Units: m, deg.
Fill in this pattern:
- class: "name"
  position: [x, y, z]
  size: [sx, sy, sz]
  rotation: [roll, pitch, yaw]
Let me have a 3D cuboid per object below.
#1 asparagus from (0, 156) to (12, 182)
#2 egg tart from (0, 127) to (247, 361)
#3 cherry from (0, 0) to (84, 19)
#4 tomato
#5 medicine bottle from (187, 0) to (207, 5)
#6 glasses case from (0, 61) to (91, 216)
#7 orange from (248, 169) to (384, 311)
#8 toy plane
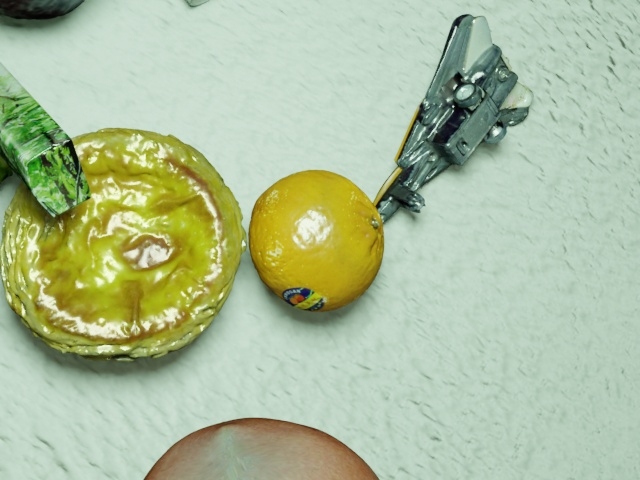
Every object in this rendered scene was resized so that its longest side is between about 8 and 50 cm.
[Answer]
- class: "asparagus"
  position: [-0.469, -0.040, 1.067]
  size: [0.343, 0.082, 0.085]
  rotation: [-36, 47, -20]
- class: "egg tart"
  position: [-0.235, 0.009, 1.096]
  size: [0.295, 0.116, 0.294]
  rotation: [3, 74, -12]
- class: "cherry"
  position: [-0.343, -0.391, 1.070]
  size: [0.218, 0.296, 0.255]
  rotation: [43, 104, 26]
- class: "tomato"
  position: [-0.061, 0.339, 0.973]
  size: [0.322, 0.321, 0.321]
  rotation: [3, 79, -14]
- class: "medicine bottle"
  position: [-0.195, -0.404, 1.208]
  size: [0.119, 0.069, 0.183]
  rotation: [-33, 88, -18]
- class: "glasses case"
  position: [-0.359, -0.141, 1.028]
  size: [0.062, 0.095, 0.272]
  rotation: [-33, 56, -21]
- class: "orange"
  position: [-0.003, 0.001, 1.129]
  size: [0.178, 0.155, 0.177]
  rotation: [16, 60, -29]
- class: "toy plane"
  position: [0.161, -0.130, 1.229]
  size: [0.204, 0.103, 0.316]
  rotation: [45, 73, -39]
